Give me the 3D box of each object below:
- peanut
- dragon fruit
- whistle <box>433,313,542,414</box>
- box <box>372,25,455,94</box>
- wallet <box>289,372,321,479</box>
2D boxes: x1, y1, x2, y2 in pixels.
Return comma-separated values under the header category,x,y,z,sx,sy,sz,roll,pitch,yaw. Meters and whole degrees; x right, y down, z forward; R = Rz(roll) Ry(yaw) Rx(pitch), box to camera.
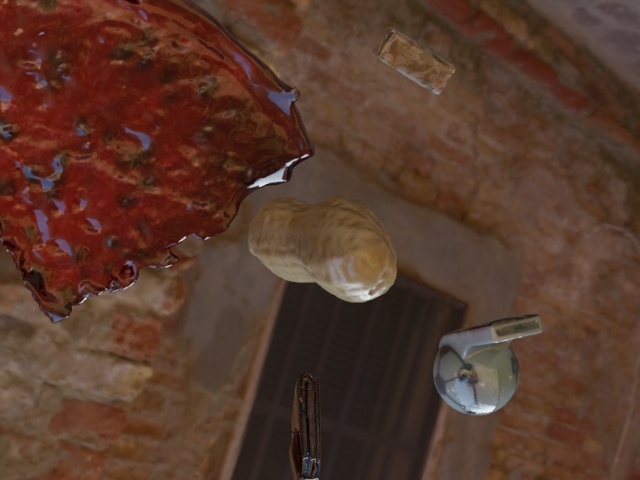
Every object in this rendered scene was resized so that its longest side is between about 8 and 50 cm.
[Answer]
category,x,y,z,sx,sy,sz,roll,pitch,yaw
peanut,0.000,0.000,1.226,0.124,0.123,0.257,23,177,-37
dragon fruit,-0.195,-0.148,0.850,0.329,0.286,0.228,56,-174,-15
whistle,0.283,0.222,1.709,0.164,0.163,0.290,20,163,-13
box,0.116,-0.227,1.246,0.098,0.045,0.062,31,-167,-11
wallet,-0.022,0.282,1.394,0.042,0.124,0.230,1,151,-6
